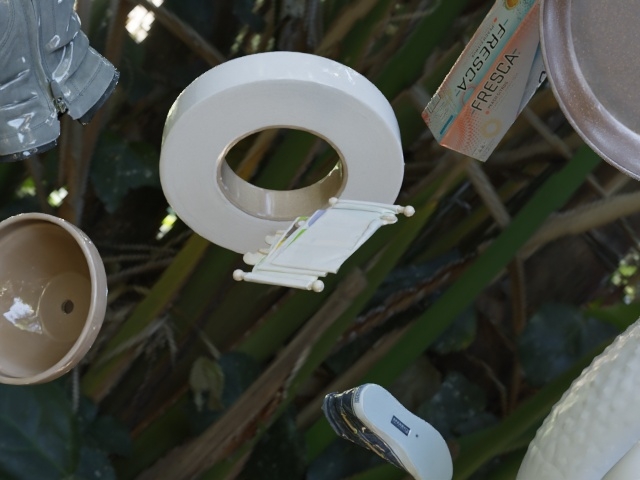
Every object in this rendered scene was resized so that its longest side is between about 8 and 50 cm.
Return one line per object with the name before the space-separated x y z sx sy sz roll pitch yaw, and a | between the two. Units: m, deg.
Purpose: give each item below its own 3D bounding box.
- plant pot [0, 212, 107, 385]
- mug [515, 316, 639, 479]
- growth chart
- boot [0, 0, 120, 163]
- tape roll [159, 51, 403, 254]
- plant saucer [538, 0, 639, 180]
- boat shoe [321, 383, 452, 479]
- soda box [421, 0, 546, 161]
plant pot | -0.384 0.086 1.357 0.237 0.237 0.109 46 8 23
mug | 0.364 0.217 0.978 0.276 0.328 0.374 51 7 25
growth chart | 0.000 0.000 1.379 0.172 0.237 0.021 12 -50 40
boot | -0.207 -0.185 0.752 0.083 0.246 0.161 7 -41 42
tape roll | -0.061 -0.123 1.542 0.392 0.392 0.072 45 30 -39
plant saucer | 0.333 -0.190 0.785 0.310 0.310 0.050 45 17 -9
boat shoe | 0.085 0.244 1.207 0.183 0.065 0.083 47 -36 -20
soda box | 0.176 -0.168 0.931 0.063 0.183 0.058 16 32 -29
